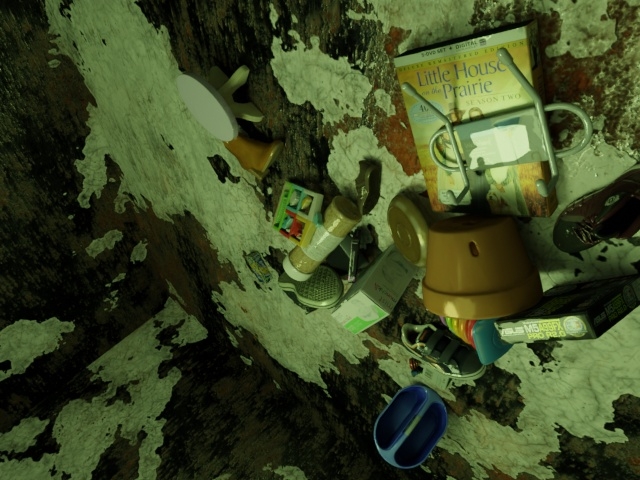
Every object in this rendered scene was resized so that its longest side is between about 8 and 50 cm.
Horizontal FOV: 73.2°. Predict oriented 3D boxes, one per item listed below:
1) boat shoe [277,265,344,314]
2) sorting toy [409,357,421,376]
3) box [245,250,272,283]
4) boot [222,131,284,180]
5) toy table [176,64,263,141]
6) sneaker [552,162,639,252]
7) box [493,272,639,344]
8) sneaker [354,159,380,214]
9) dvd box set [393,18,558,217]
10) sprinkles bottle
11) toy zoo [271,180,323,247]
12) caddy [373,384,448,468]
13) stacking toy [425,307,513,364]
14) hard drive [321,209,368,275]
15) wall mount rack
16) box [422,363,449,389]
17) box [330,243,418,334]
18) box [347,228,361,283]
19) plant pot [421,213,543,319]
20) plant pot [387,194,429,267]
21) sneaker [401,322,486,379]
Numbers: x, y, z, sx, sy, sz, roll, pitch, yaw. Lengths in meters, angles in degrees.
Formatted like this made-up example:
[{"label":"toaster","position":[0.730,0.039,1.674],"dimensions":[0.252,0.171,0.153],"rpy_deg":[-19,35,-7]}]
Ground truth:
[{"label":"boat shoe","position":[-0.026,0.209,1.785],"dimensions":[0.155,0.187,0.500],"rpy_deg":[53,161,-17]},{"label":"sorting toy","position":[0.393,0.525,1.771],"dimensions":[0.042,0.061,0.101],"rpy_deg":[-10,130,15]},{"label":"box","position":[-0.311,0.137,2.190],"dimensions":[0.059,0.054,0.168],"rpy_deg":[2,124,49]},{"label":"boot","position":[-0.261,-0.344,1.582],"dimensions":[0.211,0.104,0.295],"rpy_deg":[42,155,-6]},{"label":"toy table","position":[-0.341,-0.488,1.492],"dimensions":[0.274,0.161,0.252],"rpy_deg":[53,147,-7]},{"label":"sneaker","position":[0.564,-0.033,0.887],"dimensions":[0.106,0.163,0.281],"rpy_deg":[41,146,13]},{"label":"box","position":[0.567,0.156,0.977],"dimensions":[0.216,0.270,0.060],"rpy_deg":[-26,82,57]},{"label":"sneaker","position":[0.143,-0.168,1.354],"dimensions":[0.071,0.066,0.188],"rpy_deg":[47,146,35]},{"label":"dvd box set","position":[0.360,-0.251,0.999],"dimensions":[0.308,0.062,0.419],"rpy_deg":[8,130,44]},{"label":"sprinkles bottle","position":[0.000,0.000,1.521],"dimensions":[0.121,0.121,0.355],"rpy_deg":[45,127,6]},{"label":"toy zoo","position":[-0.078,-0.094,1.527],"dimensions":[0.293,0.030,0.192],"rpy_deg":[31,106,55]},{"label":"caddy","position":[0.371,0.770,1.797],"dimensions":[0.241,0.341,0.179],"rpy_deg":[39,163,14]},{"label":"stacking toy","position":[0.441,0.232,1.345],"dimensions":[0.302,0.175,0.165],"rpy_deg":[21,139,57]},{"label":"hard drive","position":[0.053,0.019,1.641],"dimensions":[0.254,0.054,0.172],"rpy_deg":[52,147,-4]},{"label":"wall mount rack","position":[0.334,-0.226,0.880],"dimensions":[0.350,0.130,0.303],"rpy_deg":[-2,123,48]},{"label":"box","position":[0.450,0.483,1.617],"dimensions":[0.102,0.087,0.101],"rpy_deg":[28,142,29]},{"label":"box","position":[0.180,0.171,1.474],"dimensions":[0.127,0.231,0.262],"rpy_deg":[39,146,0]},{"label":"box","position":[0.119,0.054,1.504],"dimensions":[0.029,0.116,0.161],"rpy_deg":[5,112,8]},{"label":"plant pot","position":[0.394,0.049,1.095],"dimensions":[0.291,0.291,0.203],"rpy_deg":[2,109,49]},{"label":"plant pot","position":[0.259,-0.021,1.285],"dimensions":[0.236,0.033,0.236],"rpy_deg":[61,167,25]},{"label":"sneaker","position":[0.416,0.384,1.521],"dimensions":[0.321,0.126,0.127],"rpy_deg":[10,136,47]}]
